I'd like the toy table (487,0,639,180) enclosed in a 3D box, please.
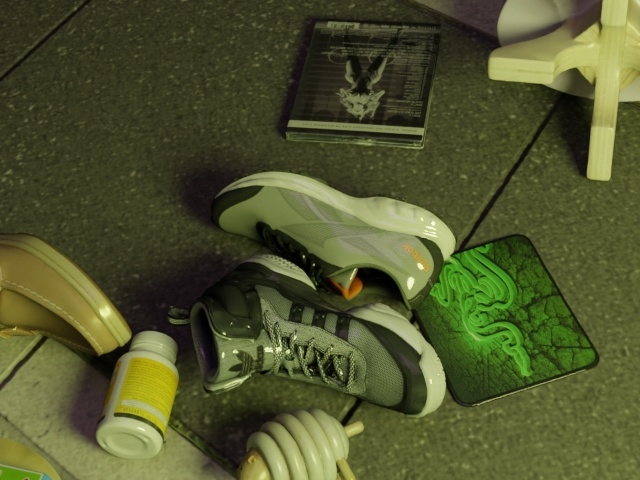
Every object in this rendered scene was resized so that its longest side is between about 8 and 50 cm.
[{"bbox_3d":[0.326,-0.212,1.283,0.274,0.252,0.161,-4,31,20],"label":"toy table"}]

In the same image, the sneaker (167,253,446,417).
[{"bbox_3d":[-0.023,0.108,1.090,0.268,0.101,0.153,27,34,34],"label":"sneaker"}]

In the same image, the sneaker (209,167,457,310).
[{"bbox_3d":[0.000,0.000,1.215,0.271,0.100,0.108,13,65,22],"label":"sneaker"}]

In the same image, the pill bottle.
[{"bbox_3d":[-0.173,0.147,1.123,0.065,0.065,0.116,3,49,9],"label":"pill bottle"}]

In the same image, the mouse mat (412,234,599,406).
[{"bbox_3d":[0.177,0.077,1.184,0.152,0.007,0.190,-17,48,-8],"label":"mouse mat"}]

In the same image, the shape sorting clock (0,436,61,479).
[{"bbox_3d":[-0.310,0.250,0.967,0.206,0.040,0.206,-2,44,2],"label":"shape sorting clock"}]

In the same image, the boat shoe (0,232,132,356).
[{"bbox_3d":[-0.336,0.057,1.198,0.341,0.122,0.110,19,57,35],"label":"boat shoe"}]

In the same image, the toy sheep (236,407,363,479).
[{"bbox_3d":[-0.017,0.196,1.051,0.132,0.091,0.091,-19,47,-28],"label":"toy sheep"}]

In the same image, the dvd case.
[{"bbox_3d":[0.057,-0.198,1.436,0.164,0.018,0.221,4,48,9],"label":"dvd case"}]
